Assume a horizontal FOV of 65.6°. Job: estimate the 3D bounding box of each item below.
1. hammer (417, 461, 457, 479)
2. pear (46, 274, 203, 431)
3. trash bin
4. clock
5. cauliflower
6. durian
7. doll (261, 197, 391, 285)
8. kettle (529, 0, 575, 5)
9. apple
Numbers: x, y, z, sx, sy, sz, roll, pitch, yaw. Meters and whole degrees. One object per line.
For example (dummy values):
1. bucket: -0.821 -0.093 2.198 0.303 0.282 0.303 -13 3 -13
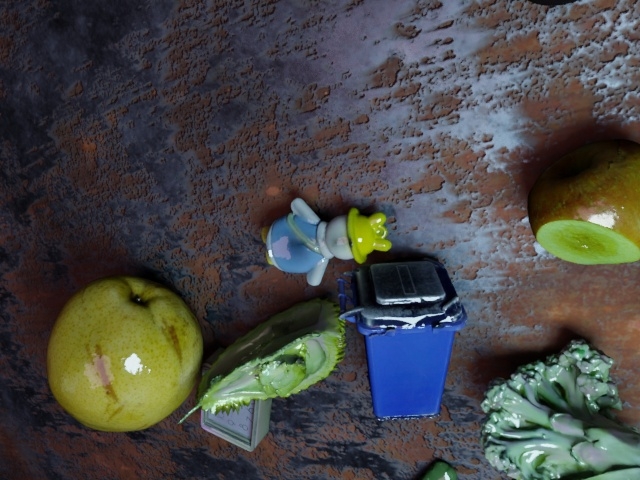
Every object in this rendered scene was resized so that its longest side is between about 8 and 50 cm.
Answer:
1. hammer: 0.157 0.554 0.981 0.206 0.119 0.336 37 114 6
2. pear: -0.388 0.227 1.007 0.313 0.314 0.315 9 113 22
3. trash bin: 0.123 0.161 0.795 0.183 0.163 0.235 -3 119 2
4. clock: -0.184 0.342 1.076 0.146 0.071 0.192 18 117 19
5. cauliflower: 0.368 0.283 0.678 0.257 0.238 0.315 54 165 -4
6. durian: -0.091 0.205 0.902 0.355 0.169 0.158 -33 66 21
7. doll: 0.001 0.000 0.839 0.240 0.098 0.135 -7 67 27
8. kettle: 0.271 -0.331 0.500 0.201 0.232 0.144 -12 105 28
9. apple: 0.353 -0.040 0.616 0.147 0.163 0.146 53 165 -14
